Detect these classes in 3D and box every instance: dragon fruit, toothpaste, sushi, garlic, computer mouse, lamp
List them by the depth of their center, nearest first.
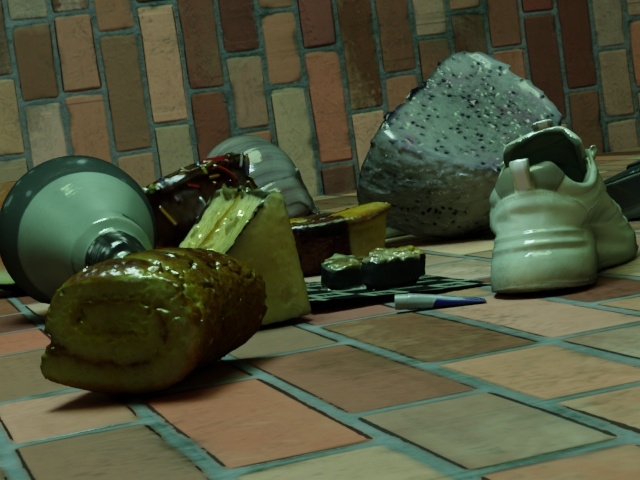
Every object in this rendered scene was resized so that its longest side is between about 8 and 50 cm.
[{"bbox_3d":[0.109,0.055,1.345,0.083,0.015,0.024,-2,4,1],"label":"toothpaste"},{"bbox_3d":[0.050,0.028,1.529,0.193,0.040,0.210,-5,4,-17],"label":"sushi"},{"bbox_3d":[-0.241,0.012,1.647,0.182,0.181,0.314,-11,23,-33],"label":"lamp"},{"bbox_3d":[0.421,-0.063,1.955,0.126,0.071,0.231,-26,3,-27],"label":"computer mouse"},{"bbox_3d":[0.197,-0.100,2.024,0.221,0.204,0.283,24,43,15],"label":"dragon fruit"},{"bbox_3d":[-0.104,-0.029,2.137,0.207,0.207,0.256,-14,-27,-52],"label":"garlic"}]

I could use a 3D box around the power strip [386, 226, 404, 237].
[{"bbox_3d":[0.076,-0.018,2.167,0.123,0.032,0.056,-11,5,-31],"label":"power strip"}]

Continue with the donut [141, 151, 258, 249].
[{"bbox_3d":[-0.179,-0.021,1.871,0.230,0.096,0.216,-33,-6,21],"label":"donut"}]

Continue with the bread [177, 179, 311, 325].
[{"bbox_3d":[-0.095,0.031,1.468,0.142,0.178,0.266,24,-2,-17],"label":"bread"}]

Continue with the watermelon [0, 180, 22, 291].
[{"bbox_3d":[-0.413,0.015,2.059,0.304,0.159,0.128,-3,36,27],"label":"watermelon"}]

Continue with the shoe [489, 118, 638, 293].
[{"bbox_3d":[0.232,-0.042,1.458,0.124,0.159,0.316,-7,7,19],"label":"shoe"}]

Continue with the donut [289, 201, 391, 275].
[{"bbox_3d":[0.000,0.000,1.830,0.184,0.073,0.166,-12,7,-32],"label":"donut"}]

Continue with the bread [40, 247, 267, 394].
[{"bbox_3d":[-0.126,0.058,1.134,0.132,0.103,0.172,-3,3,16],"label":"bread"}]
